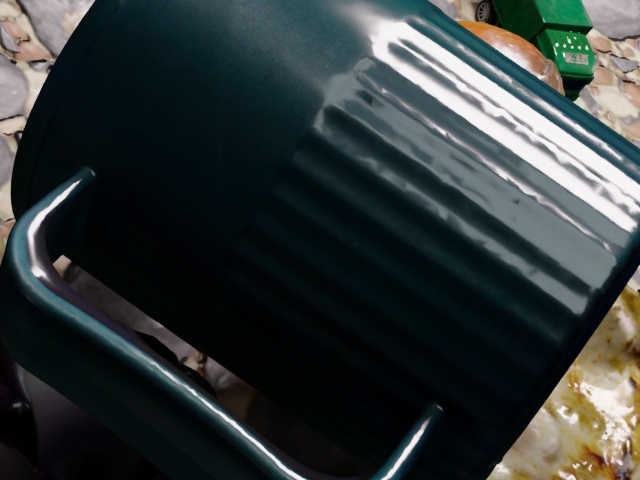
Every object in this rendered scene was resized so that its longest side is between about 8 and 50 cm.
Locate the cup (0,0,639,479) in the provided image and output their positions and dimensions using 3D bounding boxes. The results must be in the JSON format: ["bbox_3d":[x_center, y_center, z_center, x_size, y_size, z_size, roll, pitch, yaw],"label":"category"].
[{"bbox_3d":[0.010,-0.015,0.691,0.292,0.242,0.308,35,15,9],"label":"cup"}]

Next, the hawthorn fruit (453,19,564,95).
[{"bbox_3d":[0.098,-0.085,0.982,0.173,0.173,0.172,15,53,-20],"label":"hawthorn fruit"}]

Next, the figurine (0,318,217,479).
[{"bbox_3d":[-0.131,0.121,0.731,0.145,0.145,0.222,-3,40,-31],"label":"figurine"}]

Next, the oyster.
[{"bbox_3d":[0.100,0.099,0.901,0.361,0.096,0.221,-1,64,-30],"label":"oyster"}]

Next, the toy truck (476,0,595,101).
[{"bbox_3d":[0.196,-0.191,1.164,0.065,0.079,0.147,1,60,-29],"label":"toy truck"}]
